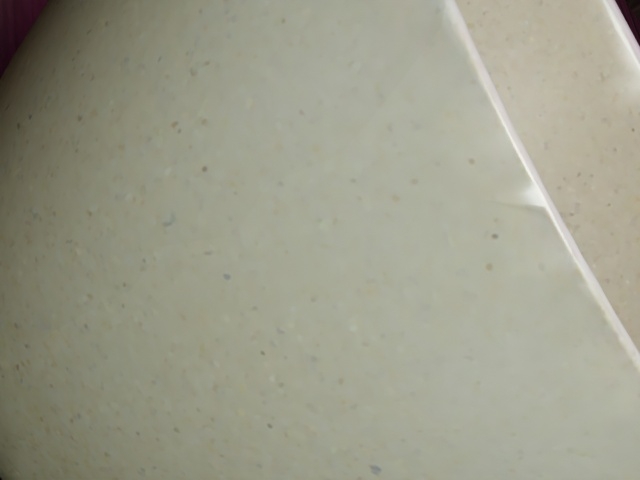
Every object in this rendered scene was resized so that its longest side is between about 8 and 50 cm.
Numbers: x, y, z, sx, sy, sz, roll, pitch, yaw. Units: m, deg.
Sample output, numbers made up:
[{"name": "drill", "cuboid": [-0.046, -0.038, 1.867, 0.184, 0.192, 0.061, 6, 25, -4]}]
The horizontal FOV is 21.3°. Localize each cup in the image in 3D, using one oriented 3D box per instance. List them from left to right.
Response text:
[{"name": "cup", "cuboid": [0.000, 0.000, 0.624, 0.331, 0.237, 0.331, 52, 22, -32]}]
